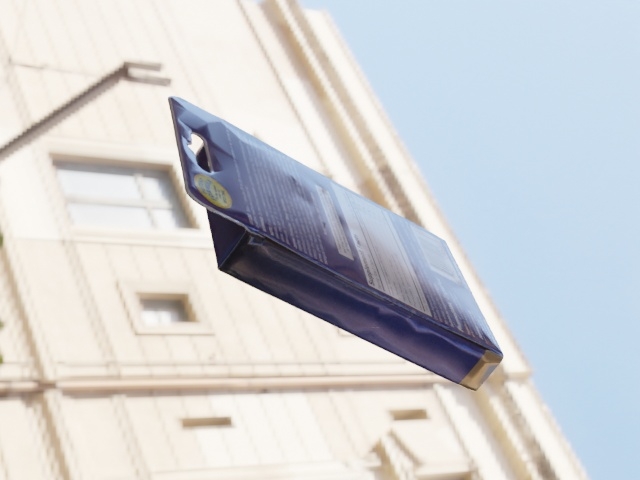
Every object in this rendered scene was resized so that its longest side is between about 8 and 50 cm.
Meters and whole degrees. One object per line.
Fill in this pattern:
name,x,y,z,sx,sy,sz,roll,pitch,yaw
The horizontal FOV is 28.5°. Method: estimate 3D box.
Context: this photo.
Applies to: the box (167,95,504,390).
box,0.000,0.000,0.764,0.036,0.225,0.136,-52,-153,20
